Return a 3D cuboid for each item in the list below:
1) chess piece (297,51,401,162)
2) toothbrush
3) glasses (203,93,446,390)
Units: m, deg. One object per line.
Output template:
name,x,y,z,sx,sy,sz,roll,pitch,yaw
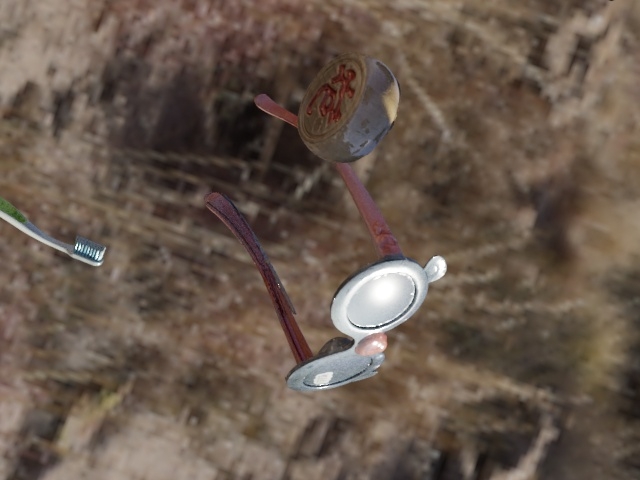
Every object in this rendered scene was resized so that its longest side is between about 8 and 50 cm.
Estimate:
chess piece,0.020,-0.097,1.228,0.084,0.038,0.083,-31,-137,34
toothbrush,-0.336,-0.036,1.680,0.022,0.263,0.026,-66,-179,-57
glasses,0.000,0.000,1.691,0.268,0.118,0.234,66,-31,28
